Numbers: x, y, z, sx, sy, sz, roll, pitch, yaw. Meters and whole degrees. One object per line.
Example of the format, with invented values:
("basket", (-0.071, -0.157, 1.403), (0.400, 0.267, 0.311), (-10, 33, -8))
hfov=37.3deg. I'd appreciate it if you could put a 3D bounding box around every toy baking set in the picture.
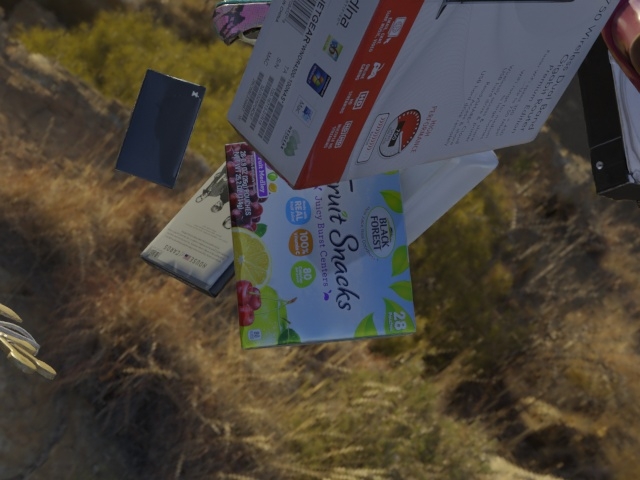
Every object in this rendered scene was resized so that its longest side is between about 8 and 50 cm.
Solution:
("toy baking set", (-0.416, 0.102, 1.146), (0.197, 0.030, 0.256), (40, -5, -27))

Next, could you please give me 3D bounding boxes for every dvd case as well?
("dvd case", (-0.151, -0.031, 1.492), (0.179, 0.239, 0.029), (22, -25, 42))

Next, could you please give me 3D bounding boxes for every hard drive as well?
("hard drive", (0.460, -0.209, 1.348), (0.237, 0.064, 0.339), (12, 66, -38))

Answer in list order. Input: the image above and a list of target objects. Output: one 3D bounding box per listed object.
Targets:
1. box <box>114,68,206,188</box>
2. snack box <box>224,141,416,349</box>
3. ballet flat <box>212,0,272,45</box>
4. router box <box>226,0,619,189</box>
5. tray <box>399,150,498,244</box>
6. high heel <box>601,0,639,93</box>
("box", (-0.244, -0.168, 1.426), (0.093, 0.156, 0.158), (18, 2, -14))
("snack box", (0.000, 0.000, 0.956), (0.070, 0.174, 0.207), (72, 13, -83))
("ballet flat", (-0.049, -0.325, 1.397), (0.221, 0.077, 0.079), (-14, 90, -18))
("router box", (0.121, -0.208, 0.647), (0.301, 0.335, 0.082), (-15, 52, -44))
("tray", (0.072, -0.134, 1.044), (0.030, 0.145, 0.270), (20, 34, -48))
("high heel", (0.445, -0.136, 1.050), (0.377, 0.127, 0.181), (49, 26, -23))
